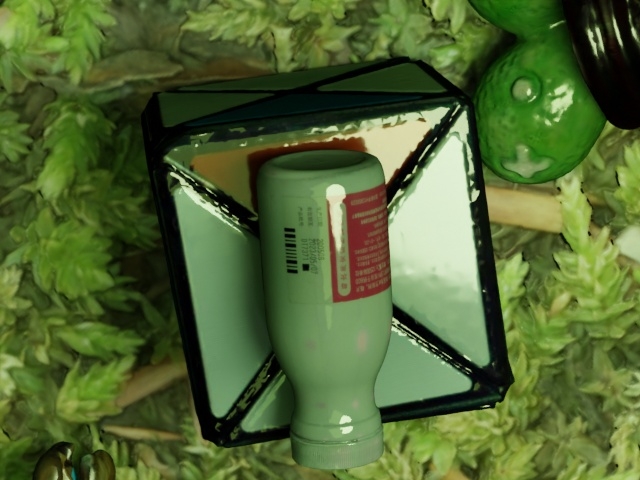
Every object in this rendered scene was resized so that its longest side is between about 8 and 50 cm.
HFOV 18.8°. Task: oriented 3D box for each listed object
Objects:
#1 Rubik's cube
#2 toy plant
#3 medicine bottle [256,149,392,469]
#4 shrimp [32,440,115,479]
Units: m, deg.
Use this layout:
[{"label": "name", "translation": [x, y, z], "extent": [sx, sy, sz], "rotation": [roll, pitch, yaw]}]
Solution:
[{"label": "Rubik's cube", "translation": [-0.001, 0.000, 1.521], "extent": [0.250, 0.246, 0.248], "rotation": [-9, 104, -5]}, {"label": "toy plant", "translation": [0.217, -0.164, 1.562], "extent": [0.235, 0.175, 0.218], "rotation": [-11, 98, 24]}, {"label": "medicine bottle", "translation": [0.006, 0.049, 1.359], "extent": [0.090, 0.090, 0.216], "rotation": [-5, 104, -6]}, {"label": "shrimp", "translation": [-0.278, 0.370, 1.656], "extent": [0.221, 0.110, 0.445], "rotation": [23, 103, -2]}]
